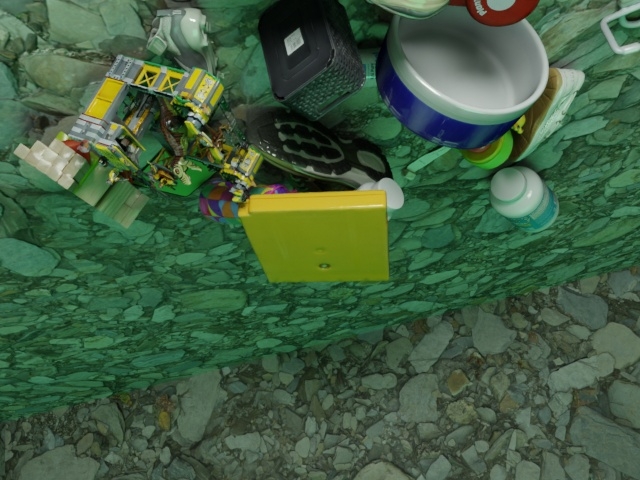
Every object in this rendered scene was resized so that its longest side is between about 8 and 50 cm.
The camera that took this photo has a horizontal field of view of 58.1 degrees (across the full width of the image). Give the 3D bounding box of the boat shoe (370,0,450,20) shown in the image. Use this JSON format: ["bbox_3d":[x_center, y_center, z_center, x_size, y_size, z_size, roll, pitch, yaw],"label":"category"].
[{"bbox_3d":[0.017,-0.399,0.690,0.355,0.133,0.130,17,142,-12],"label":"boat shoe"}]

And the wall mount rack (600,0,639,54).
[{"bbox_3d":[0.638,-0.456,0.953,0.303,0.131,0.350,-20,156,14],"label":"wall mount rack"}]

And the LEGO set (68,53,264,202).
[{"bbox_3d":[-0.256,-0.146,0.987,0.254,0.192,0.331,22,164,11],"label":"LEGO set"}]

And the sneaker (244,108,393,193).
[{"bbox_3d":[-0.016,-0.142,1.249,0.410,0.158,0.182,14,139,-44],"label":"sneaker"}]

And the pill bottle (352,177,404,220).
[{"bbox_3d":[0.093,-0.065,1.213,0.094,0.094,0.169,6,156,-37],"label":"pill bottle"}]

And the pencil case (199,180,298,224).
[{"bbox_3d":[-0.163,-0.081,1.274,0.236,0.105,0.104,8,172,38],"label":"pencil case"}]

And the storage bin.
[{"bbox_3d":[-0.017,-0.296,0.897,0.122,0.180,0.084,-28,151,30],"label":"storage bin"}]

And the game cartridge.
[{"bbox_3d":[0.000,0.000,1.197,0.285,0.053,0.324,-1,150,7],"label":"game cartridge"}]

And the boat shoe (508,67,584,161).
[{"bbox_3d":[0.511,-0.277,1.312,0.096,0.098,0.277,-7,154,-12],"label":"boat shoe"}]

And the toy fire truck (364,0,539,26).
[{"bbox_3d":[0.177,-0.432,0.758,0.253,0.170,0.302,5,155,5],"label":"toy fire truck"}]

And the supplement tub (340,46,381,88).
[{"bbox_3d":[0.090,-0.314,1.048,0.107,0.071,0.071,-10,156,-11],"label":"supplement tub"}]

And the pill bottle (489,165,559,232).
[{"bbox_3d":[0.567,-0.120,1.622,0.146,0.146,0.264,-27,152,28],"label":"pill bottle"}]

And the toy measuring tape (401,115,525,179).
[{"bbox_3d":[0.342,-0.198,1.376,0.330,0.122,0.121,-31,150,34],"label":"toy measuring tape"}]

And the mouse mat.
[{"bbox_3d":[-0.305,-0.155,1.265,0.152,0.007,0.189,13,146,-45],"label":"mouse mat"}]

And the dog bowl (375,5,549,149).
[{"bbox_3d":[0.227,-0.286,0.943,0.264,0.265,0.104,-6,158,-16],"label":"dog bowl"}]

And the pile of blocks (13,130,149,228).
[{"bbox_3d":[-0.453,-0.136,1.145,0.113,0.148,0.362,-56,168,-10],"label":"pile of blocks"}]

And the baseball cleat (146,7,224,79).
[{"bbox_3d":[-0.221,-0.301,0.942,0.109,0.072,0.206,4,152,-1],"label":"baseball cleat"}]
